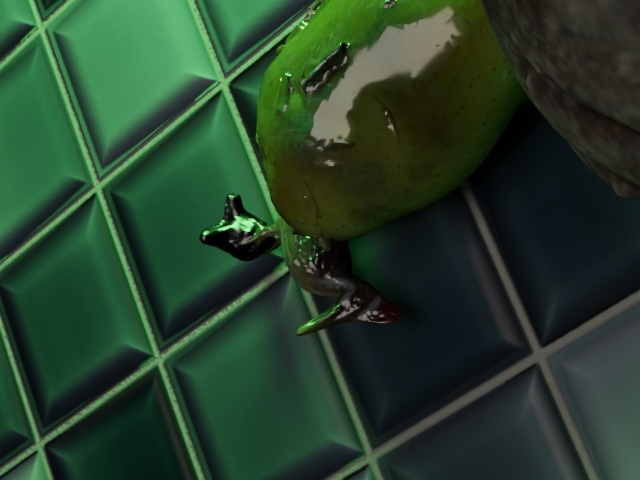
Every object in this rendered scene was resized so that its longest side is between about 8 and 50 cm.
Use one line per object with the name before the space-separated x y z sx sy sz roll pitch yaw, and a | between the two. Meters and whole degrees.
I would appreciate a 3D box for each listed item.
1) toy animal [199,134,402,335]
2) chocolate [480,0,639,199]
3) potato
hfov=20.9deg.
toy animal | -0.009 0.004 1.303 0.105 0.070 0.202 -49 53 4
chocolate | 0.243 -0.111 0.983 0.303 0.303 0.213 -9 106 39
potato | 0.050 -0.109 1.209 0.248 0.143 0.169 -43 72 29
